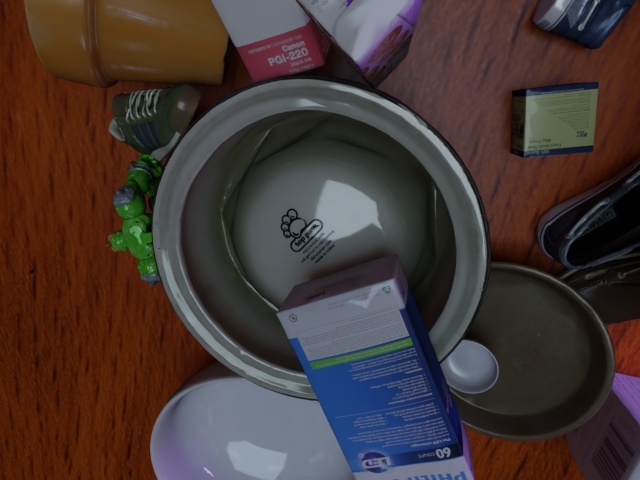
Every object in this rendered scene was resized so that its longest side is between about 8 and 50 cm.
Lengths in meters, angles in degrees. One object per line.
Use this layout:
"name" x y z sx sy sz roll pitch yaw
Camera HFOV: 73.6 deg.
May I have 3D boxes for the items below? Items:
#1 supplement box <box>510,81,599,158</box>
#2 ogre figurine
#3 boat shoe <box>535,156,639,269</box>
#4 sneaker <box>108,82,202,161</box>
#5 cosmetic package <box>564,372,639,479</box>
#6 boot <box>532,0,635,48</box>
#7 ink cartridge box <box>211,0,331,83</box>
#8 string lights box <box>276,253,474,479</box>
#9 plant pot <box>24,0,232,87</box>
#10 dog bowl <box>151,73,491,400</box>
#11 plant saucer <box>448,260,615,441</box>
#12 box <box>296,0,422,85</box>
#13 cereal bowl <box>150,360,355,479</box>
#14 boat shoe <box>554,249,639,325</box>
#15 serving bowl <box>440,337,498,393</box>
"supplement box" 0.294 -0.153 0.544 0.084 0.056 0.083 -4 108 8
"ogre figurine" -0.242 -0.020 0.623 0.097 0.118 0.196 8 109 4
"boat shoe" 0.428 -0.061 0.534 0.301 0.102 0.108 -32 102 16
"sneaker" -0.220 -0.155 0.540 0.086 0.192 0.064 24 71 -27
"cosmetic package" 0.503 0.310 0.626 0.184 0.151 0.151 12 110 3
"boot" 0.332 -0.323 0.483 0.086 0.069 0.189 21 118 -8
"ink cartridge box" -0.058 -0.302 0.433 0.092 0.158 0.217 -6 139 25
"string lights box" 0.068 0.161 0.488 0.134 0.076 0.259 -19 104 18
"plant pot" -0.197 -0.271 0.502 0.188 0.205 0.204 11 110 -13
"dog bowl" 0.000 0.000 0.570 0.409 0.150 0.407 4 110 12
"plant saucer" 0.262 0.160 0.625 0.278 0.041 0.277 7 106 25
"box" 0.048 -0.201 0.416 0.067 0.324 0.063 -43 96 17
"cereal bowl" -0.090 0.326 0.710 0.340 0.141 0.338 2 110 6
"boat shoe" 0.424 0.067 0.582 0.258 0.095 0.095 -29 103 15
"serving bowl" 0.212 0.176 0.615 0.084 0.027 0.083 7 106 24
